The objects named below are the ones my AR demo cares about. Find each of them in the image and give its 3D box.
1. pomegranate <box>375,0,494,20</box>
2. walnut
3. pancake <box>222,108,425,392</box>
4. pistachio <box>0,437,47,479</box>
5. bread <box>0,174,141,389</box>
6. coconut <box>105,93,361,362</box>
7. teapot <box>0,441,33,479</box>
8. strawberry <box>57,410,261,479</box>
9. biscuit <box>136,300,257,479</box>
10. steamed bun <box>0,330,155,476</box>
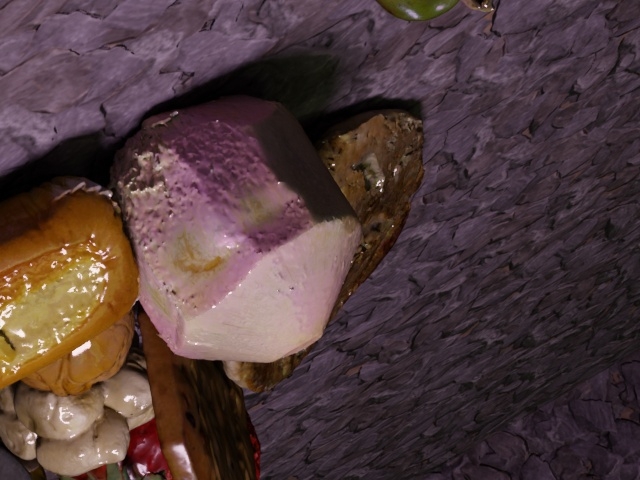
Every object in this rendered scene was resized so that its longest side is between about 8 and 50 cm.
[{"bbox_3d":[0.100,-0.239,1.623,0.114,0.142,0.115,-32,139,-32],"label":"pomegranate"},{"bbox_3d":[-0.255,0.085,1.843,0.144,0.144,0.180,-33,168,-4],"label":"walnut"},{"bbox_3d":[0.002,0.001,2.040,0.356,0.065,0.356,-45,157,-25],"label":"pancake"},{"bbox_3d":[-0.405,0.298,2.076,0.197,0.166,0.288,-11,175,23],"label":"pistachio"},{"bbox_3d":[-0.307,0.053,1.663,0.288,0.119,0.153,-27,120,-15],"label":"bread"},{"bbox_3d":[-0.081,0.002,1.747,0.233,0.245,0.233,-28,160,-11],"label":"coconut"},{"bbox_3d":[-0.427,0.308,1.779,0.344,0.253,0.300,-11,161,38],"label":"teapot"},{"bbox_3d":[-0.182,0.259,2.242,0.277,0.257,0.257,-36,169,-50],"label":"strawberry"},{"bbox_3d":[-0.126,0.178,1.980,0.046,0.359,0.359,-13,162,6],"label":"biscuit"},{"bbox_3d":[-0.255,0.156,1.964,0.177,0.192,0.106,-29,133,-22],"label":"steamed bun"}]
